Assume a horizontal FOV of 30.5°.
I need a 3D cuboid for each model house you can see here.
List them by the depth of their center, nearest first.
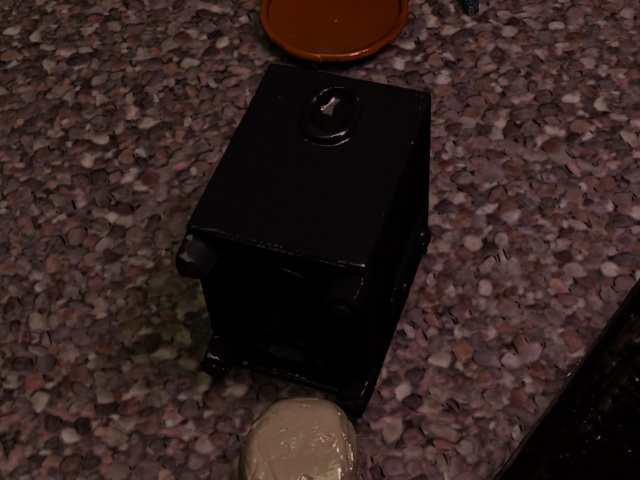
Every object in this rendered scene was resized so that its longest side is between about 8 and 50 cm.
[{"bbox_3d":[0.358,0.164,1.024,0.282,0.297,0.317,36,39,14],"label":"model house"}]

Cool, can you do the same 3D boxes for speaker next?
[{"bbox_3d":[0.000,0.000,1.152,0.184,0.232,0.254,13,53,14],"label":"speaker"}]

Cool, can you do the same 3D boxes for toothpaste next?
[{"bbox_3d":[0.183,-0.327,1.527,0.017,0.020,0.083,-18,53,-5],"label":"toothpaste"}]

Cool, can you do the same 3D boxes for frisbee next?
[{"bbox_3d":[0.018,-0.289,1.497,0.192,0.035,0.192,-2,52,3],"label":"frisbee"}]

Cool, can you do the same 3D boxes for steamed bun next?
[{"bbox_3d":[-0.019,0.212,1.078,0.112,0.091,0.130,-8,55,2],"label":"steamed bun"}]
